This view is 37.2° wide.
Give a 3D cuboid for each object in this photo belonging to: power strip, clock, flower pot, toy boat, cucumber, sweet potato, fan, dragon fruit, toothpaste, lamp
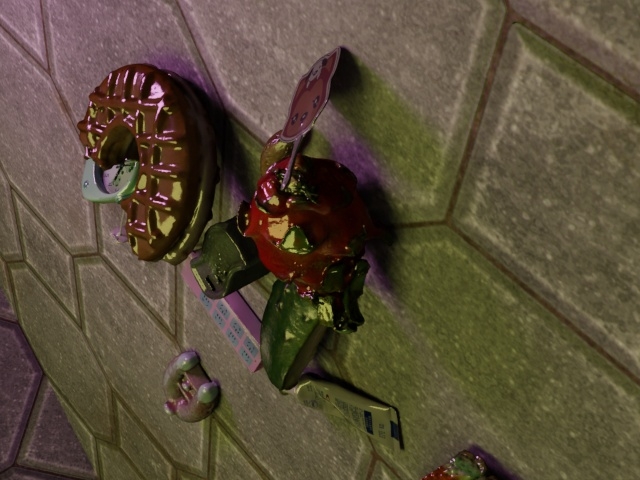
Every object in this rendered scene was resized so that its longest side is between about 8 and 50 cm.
[{"bbox_3d":[-0.183,0.137,1.881,0.279,0.037,0.109,52,149,13],"label":"power strip"},{"bbox_3d":[-0.369,-0.140,1.826,0.211,0.066,0.159,12,87,41],"label":"clock"},{"bbox_3d":[-0.142,0.020,1.653,0.103,0.108,0.229,56,149,8],"label":"flower pot"},{"bbox_3d":[-0.317,0.354,2.220,0.155,0.085,0.227,52,149,11],"label":"toy boat"},{"bbox_3d":[-0.050,0.141,1.588,0.145,0.105,0.325,48,141,21],"label":"cucumber"},{"bbox_3d":[-0.056,-0.094,1.477,0.081,0.062,0.233,23,132,26],"label":"sweet potato"},{"bbox_3d":[-0.023,-0.157,1.259,0.009,0.220,0.132,26,149,-22],"label":"fan"},{"bbox_3d":[0.001,0.005,1.340,0.200,0.198,0.269,24,-134,-85],"label":"dragon fruit"},{"bbox_3d":[0.036,0.291,1.686,0.266,0.061,0.096,18,129,40],"label":"toothpaste"},{"bbox_3d":[-0.411,-0.075,2.053,0.050,0.056,0.198,46,136,24],"label":"lamp"}]

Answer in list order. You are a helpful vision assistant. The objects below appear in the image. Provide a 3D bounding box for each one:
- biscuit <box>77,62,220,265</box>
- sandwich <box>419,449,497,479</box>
[{"bbox_3d":[-0.290,-0.159,1.633,0.268,0.115,0.366,-54,55,31],"label":"biscuit"},{"bbox_3d":[0.160,0.433,1.487,0.292,0.212,0.109,93,153,-63],"label":"sandwich"}]
